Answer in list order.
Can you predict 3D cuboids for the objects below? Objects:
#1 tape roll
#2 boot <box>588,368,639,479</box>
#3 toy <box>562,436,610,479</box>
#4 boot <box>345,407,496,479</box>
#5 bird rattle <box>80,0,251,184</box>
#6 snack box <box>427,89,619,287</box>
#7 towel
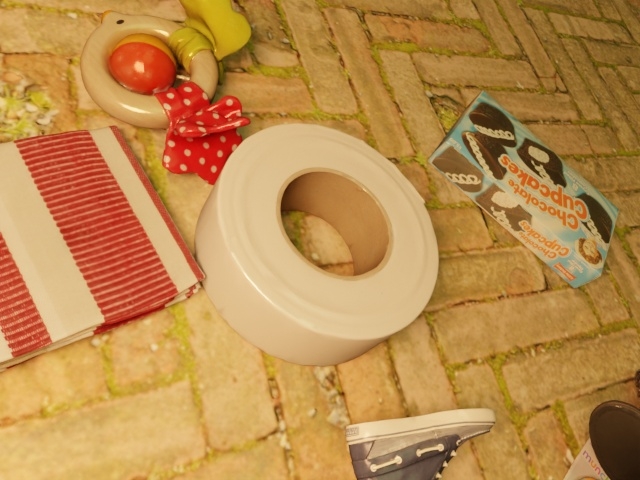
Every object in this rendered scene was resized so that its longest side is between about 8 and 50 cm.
[{"bbox_3d":[0.000,0.000,0.692,0.286,0.100,0.286,14,55,-21],"label":"tape roll"},{"bbox_3d":[0.458,0.254,0.787,0.263,0.091,0.229,45,33,-7],"label":"boot"},{"bbox_3d":[0.345,0.357,0.694,0.237,0.056,0.137,-29,80,-38],"label":"toy"},{"bbox_3d":[0.119,0.239,0.641,0.190,0.069,0.086,-1,69,-21],"label":"boot"},{"bbox_3d":[-0.190,-0.198,0.723,0.207,0.143,0.253,8,71,-12],"label":"bird rattle"},{"bbox_3d":[0.348,-0.091,0.966,0.322,0.060,0.187,40,51,-2],"label":"snack box"},{"bbox_3d":[-0.307,0.006,0.560,0.329,0.037,0.237,-21,71,-38],"label":"towel"}]
